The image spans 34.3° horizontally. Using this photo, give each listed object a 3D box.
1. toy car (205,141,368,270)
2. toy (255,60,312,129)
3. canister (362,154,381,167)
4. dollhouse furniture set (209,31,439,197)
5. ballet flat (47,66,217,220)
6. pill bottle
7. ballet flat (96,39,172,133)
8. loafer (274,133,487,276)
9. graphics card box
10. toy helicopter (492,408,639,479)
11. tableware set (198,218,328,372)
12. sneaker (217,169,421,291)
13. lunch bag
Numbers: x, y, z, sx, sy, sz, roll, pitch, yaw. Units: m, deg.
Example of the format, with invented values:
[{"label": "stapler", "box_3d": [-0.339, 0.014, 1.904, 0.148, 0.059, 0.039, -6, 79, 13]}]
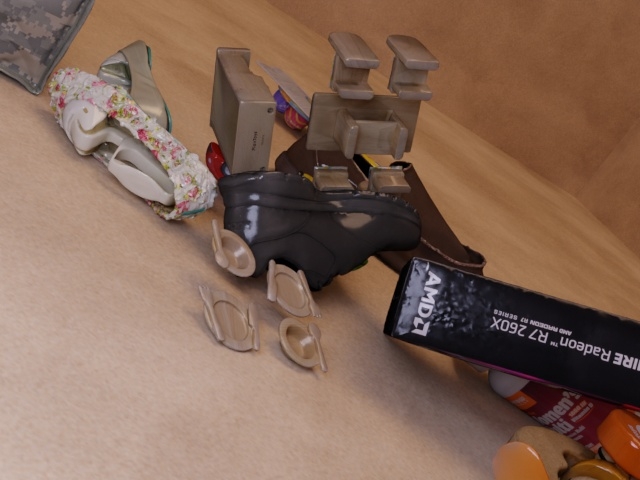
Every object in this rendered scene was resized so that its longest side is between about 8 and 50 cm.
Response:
[{"label": "toy car", "box_3d": [-0.028, -0.026, 1.332, 0.239, 0.053, 0.225, 14, 27, -52]}, {"label": "toy", "box_3d": [-0.031, -0.227, 1.905, 0.237, 0.056, 0.137, 44, 13, 10]}, {"label": "canister", "box_3d": [0.084, -0.086, 1.672, 0.170, 0.073, 0.126, 36, -1, -6]}, {"label": "dollhouse furniture set", "box_3d": [-0.002, -0.156, 1.287, 0.242, 0.212, 0.161, 0, 31, -17]}, {"label": "ballet flat", "box_3d": [-0.217, -0.106, 1.125, 0.241, 0.091, 0.077, 35, 37, 11]}, {"label": "pill bottle", "box_3d": [0.290, 0.167, 1.307, 0.221, 0.121, 0.121, 34, 16, -5]}, {"label": "ballet flat", "box_3d": [-0.250, -0.198, 1.336, 0.086, 0.086, 0.248, 26, 19, -31]}, {"label": "loafer", "box_3d": [0.108, -0.051, 1.542, 0.366, 0.130, 0.134, 34, 16, -6]}, {"label": "graphics card box", "box_3d": [0.257, 0.113, 1.129, 0.371, 0.094, 0.233, 17, -3, 2]}, {"label": "toy helicopter", "box_3d": [0.272, 0.292, 0.890, 0.235, 0.140, 0.355, 20, 25, -40]}, {"label": "tableware set", "box_3d": [-0.055, 0.060, 1.017, 0.169, 0.020, 0.141, 27, 37, -37]}, {"label": "sneaker", "box_3d": [0.000, 0.000, 1.176, 0.286, 0.130, 0.109, 7, -7, -38]}, {"label": "lunch bag", "box_3d": [-0.327, -0.358, 1.237, 0.169, 0.287, 0.235, 27, 17, -28]}]
